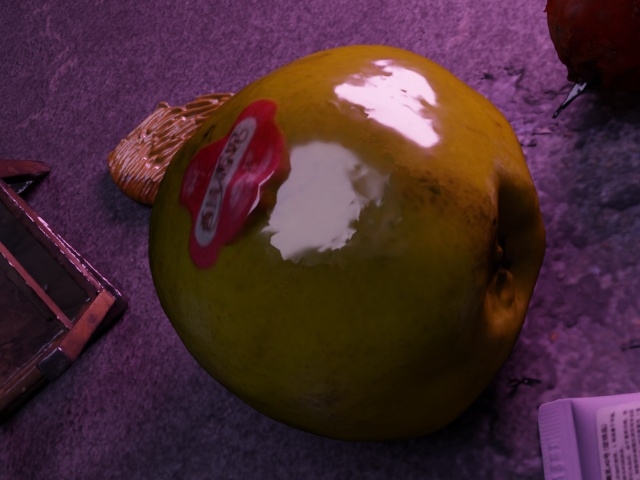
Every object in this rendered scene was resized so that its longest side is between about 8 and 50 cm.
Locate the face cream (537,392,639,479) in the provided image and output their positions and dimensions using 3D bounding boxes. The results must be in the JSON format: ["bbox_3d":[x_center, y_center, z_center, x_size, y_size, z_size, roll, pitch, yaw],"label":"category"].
[{"bbox_3d":[0.261,0.146,0.508,0.273,0.096,0.154,-22,53,35],"label":"face cream"}]

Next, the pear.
[{"bbox_3d":[0.000,0.000,0.642,0.375,0.287,0.287,-1,60,50],"label":"pear"}]

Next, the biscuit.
[{"bbox_3d":[-0.143,-0.118,0.954,0.228,0.031,0.176,-35,51,9],"label":"biscuit"}]

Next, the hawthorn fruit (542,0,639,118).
[{"bbox_3d":[0.256,-0.195,0.663,0.235,0.181,0.181,-46,48,0],"label":"hawthorn fruit"}]

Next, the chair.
[{"bbox_3d":[-0.346,0.056,0.886,0.203,0.416,0.241,-42,93,3],"label":"chair"}]
